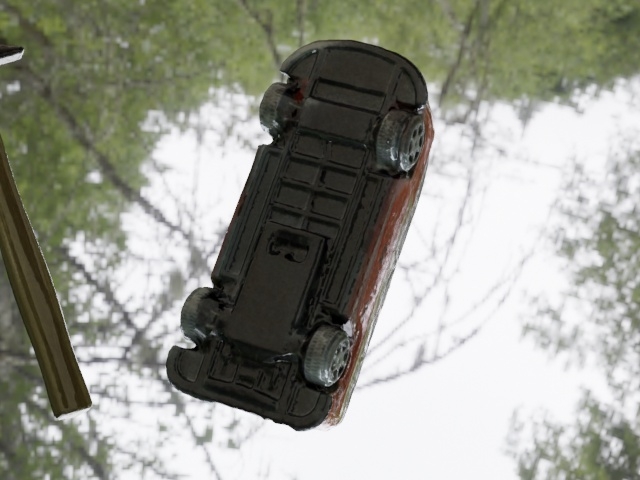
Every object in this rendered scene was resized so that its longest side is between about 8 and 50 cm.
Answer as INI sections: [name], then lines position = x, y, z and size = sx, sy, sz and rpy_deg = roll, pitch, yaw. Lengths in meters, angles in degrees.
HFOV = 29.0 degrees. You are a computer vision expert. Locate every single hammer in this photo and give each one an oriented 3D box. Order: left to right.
[hammer]
position = -0.148, -0.009, 0.608
size = 0.062, 0.013, 0.199
rpy_deg = -14, -103, -33

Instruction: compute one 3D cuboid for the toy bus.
[toy bus]
position = 0.000, 0.000, 0.567
size = 0.079, 0.174, 0.077
rpy_deg = 15, 168, 22
